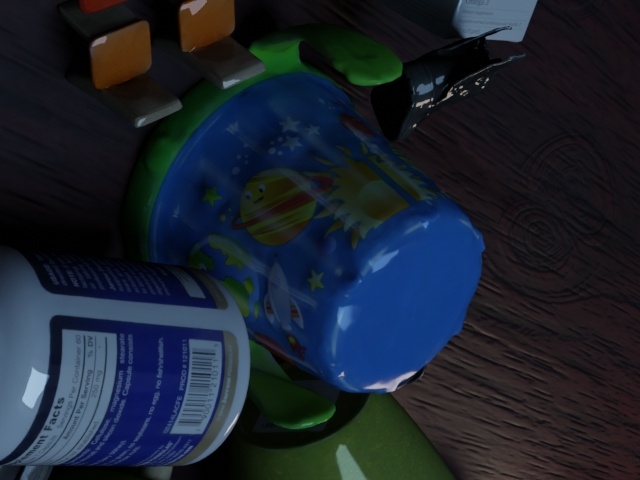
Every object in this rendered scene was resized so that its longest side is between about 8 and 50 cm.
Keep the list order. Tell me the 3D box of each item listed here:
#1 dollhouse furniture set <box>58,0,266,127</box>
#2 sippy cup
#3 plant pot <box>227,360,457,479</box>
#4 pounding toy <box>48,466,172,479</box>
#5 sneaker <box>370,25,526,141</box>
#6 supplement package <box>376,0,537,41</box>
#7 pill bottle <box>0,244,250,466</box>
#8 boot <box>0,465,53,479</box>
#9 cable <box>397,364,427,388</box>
[{"bbox_3d":[-0.059,-0.229,1.015,0.259,0.135,0.262,-28,137,-30],"label":"dollhouse furniture set"},{"bbox_3d":[0.000,0.000,1.191,0.240,0.224,0.305,-45,142,-13],"label":"sippy cup"},{"bbox_3d":[0.023,0.263,1.427,0.275,0.275,0.293,-34,125,-25],"label":"plant pot"},{"bbox_3d":[-0.141,0.213,1.286,0.237,0.183,0.110,31,68,-54],"label":"pounding toy"},{"bbox_3d":[0.099,-0.126,1.203,0.089,0.051,0.170,-21,175,-11],"label":"sneaker"},{"bbox_3d":[0.128,-0.264,1.218,0.105,0.105,0.179,-6,122,-45],"label":"supplement package"},{"bbox_3d":[-0.192,0.082,1.052,0.265,0.153,0.153,9,112,-43],"label":"pill bottle"},{"bbox_3d":[-0.341,0.200,1.112,0.229,0.091,0.263,28,93,-48],"label":"boot"},{"bbox_3d":[0.078,0.073,1.495,0.150,0.047,0.184,-38,139,-28],"label":"cable"}]
